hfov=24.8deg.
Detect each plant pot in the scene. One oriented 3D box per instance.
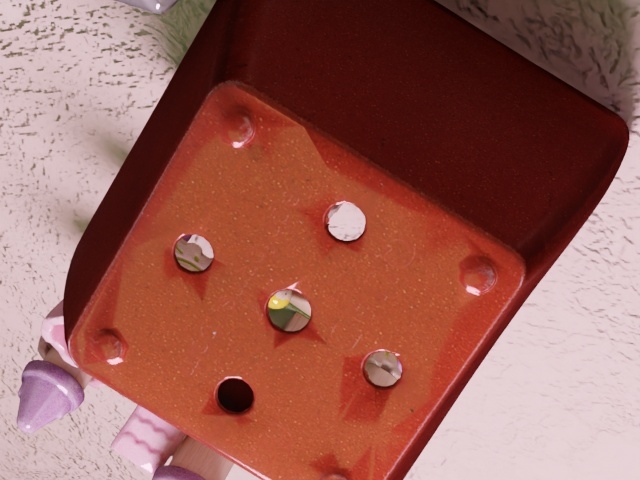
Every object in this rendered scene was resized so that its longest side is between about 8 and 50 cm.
[{"bbox_3d":[0.000,0.000,0.834,0.267,0.236,0.267,32,109,-1],"label":"plant pot"}]

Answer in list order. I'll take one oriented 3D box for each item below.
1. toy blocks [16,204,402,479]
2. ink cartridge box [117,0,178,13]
[{"bbox_3d":[-0.074,0.107,1.078,0.288,0.260,0.309,34,144,-4],"label":"toy blocks"},{"bbox_3d":[-0.219,-0.283,0.831,0.324,0.071,0.330,50,171,-27],"label":"ink cartridge box"}]
